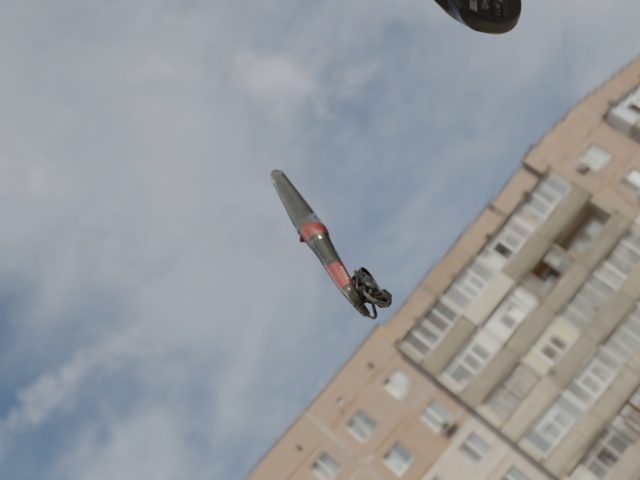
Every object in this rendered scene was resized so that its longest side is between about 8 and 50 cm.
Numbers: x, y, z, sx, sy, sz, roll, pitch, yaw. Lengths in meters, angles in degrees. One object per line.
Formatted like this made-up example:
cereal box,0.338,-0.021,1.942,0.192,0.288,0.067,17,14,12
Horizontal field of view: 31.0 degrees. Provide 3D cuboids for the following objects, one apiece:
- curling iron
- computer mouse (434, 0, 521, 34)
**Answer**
curling iron,0.000,0.000,1.286,0.035,0.274,0.068,-47,-45,7
computer mouse,0.076,-0.237,1.003,0.242,0.071,0.041,20,-32,-27
